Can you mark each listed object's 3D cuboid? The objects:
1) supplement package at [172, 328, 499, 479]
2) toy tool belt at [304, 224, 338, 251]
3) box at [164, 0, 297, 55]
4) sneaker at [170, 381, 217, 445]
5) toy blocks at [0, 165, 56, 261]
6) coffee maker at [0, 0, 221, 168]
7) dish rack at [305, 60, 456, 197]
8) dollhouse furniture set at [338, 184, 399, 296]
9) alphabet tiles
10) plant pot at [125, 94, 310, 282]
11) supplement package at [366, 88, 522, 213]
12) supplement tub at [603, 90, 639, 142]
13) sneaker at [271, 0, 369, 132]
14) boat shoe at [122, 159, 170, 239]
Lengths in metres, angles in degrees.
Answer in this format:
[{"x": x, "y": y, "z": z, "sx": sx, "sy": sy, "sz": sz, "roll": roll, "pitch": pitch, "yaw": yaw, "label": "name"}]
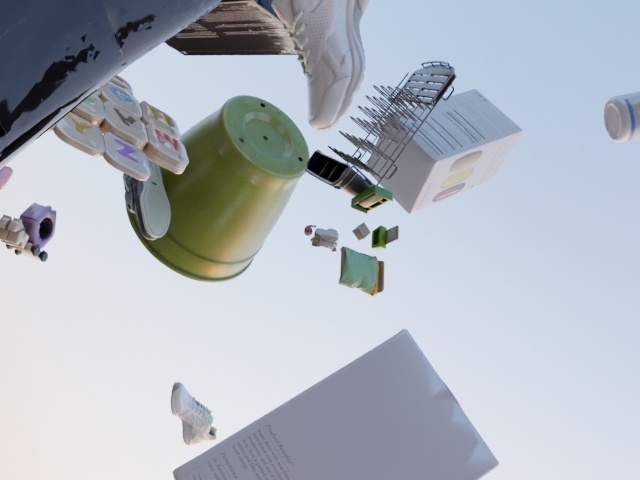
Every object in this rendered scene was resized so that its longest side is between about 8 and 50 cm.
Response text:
[{"x": 0.010, "y": 0.262, "z": 0.833, "sx": 0.177, "sy": 0.293, "sz": 0.175, "roll": 56, "pitch": -21, "yaw": 17, "label": "supplement package"}, {"x": 0.000, "y": 0.000, "z": 1.755, "sx": 0.083, "sy": 0.052, "sz": 0.051, "roll": 11, "pitch": -55, "yaw": 2, "label": "toy tool belt"}, {"x": -0.139, "y": -0.332, "z": 1.045, "sx": 0.261, "sy": 0.184, "sz": 0.103, "roll": 8, "pitch": -97, "yaw": 31, "label": "box"}, {"x": -0.222, "y": 0.301, "z": 1.331, "sx": 0.053, "sy": 0.061, "sz": 0.152, "roll": -86, "pitch": 166, "yaw": -51, "label": "sneaker"}, {"x": -0.635, "y": -0.154, "z": 1.369, "sx": 0.309, "sy": 0.260, "sz": 0.288, "roll": 14, "pitch": -19, "yaw": 12, "label": "toy blocks"}, {"x": -0.134, "y": -0.128, "z": 0.374, "sx": 0.171, "sy": 0.178, "sz": 0.120, "roll": 8, "pitch": -43, "yaw": 47, "label": "coffee maker"}, {"x": 0.100, "y": -0.191, "z": 1.238, "sx": 0.074, "sy": 0.271, "sz": 0.208, "roll": 37, "pitch": 1, "yaw": -21, "label": "dish rack"}, {"x": 0.076, "y": 0.000, "z": 1.112, "sx": 0.058, "sy": 0.076, "sz": 0.151, "roll": -26, "pitch": -129, "yaw": 46, "label": "dollhouse furniture set"}, {"x": -0.284, "y": -0.175, "z": 0.888, "sx": 0.021, "sy": 0.284, "sz": 0.278, "roll": -51, "pitch": -147, "yaw": 17, "label": "alphabet tiles"}, {"x": -0.215, "y": -0.145, "z": 1.796, "sx": 0.353, "sy": 0.366, "sz": 0.366, "roll": -42, "pitch": -107, "yaw": 37, "label": "plant pot"}, {"x": 0.228, "y": -0.168, "z": 1.408, "sx": 0.134, "sy": 0.244, "sz": 0.139, "roll": 49, "pitch": -39, "yaw": 25, "label": "supplement package"}, {"x": 0.482, "y": -0.187, "z": 1.119, "sx": 0.071, "sy": 0.107, "sz": 0.071, "roll": 169, "pitch": -90, "yaw": -89, "label": "supplement tub"}, {"x": -0.008, "y": -0.246, "z": 0.902, "sx": 0.090, "sy": 0.115, "sz": 0.232, "roll": 169, "pitch": -72, "yaw": -67, "label": "sneaker"}, {"x": -0.383, "y": -0.088, "z": 1.650, "sx": 0.079, "sy": 0.084, "sz": 0.233, "roll": -36, "pitch": -128, "yaw": 23, "label": "boat shoe"}]
